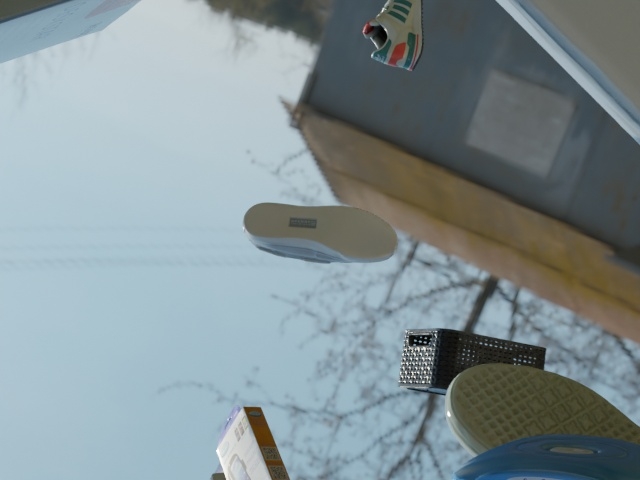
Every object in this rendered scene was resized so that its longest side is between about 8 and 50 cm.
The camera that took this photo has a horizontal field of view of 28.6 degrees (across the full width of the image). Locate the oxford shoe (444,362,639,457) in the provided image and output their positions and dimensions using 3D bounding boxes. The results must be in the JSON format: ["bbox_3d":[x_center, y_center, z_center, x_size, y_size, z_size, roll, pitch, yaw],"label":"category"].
[{"bbox_3d":[0.341,0.283,1.501,0.449,0.169,0.130,23,148,-10],"label":"oxford shoe"}]

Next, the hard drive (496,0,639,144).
[{"bbox_3d":[0.251,-0.276,1.098,0.353,0.233,0.047,43,172,-12],"label":"hard drive"}]

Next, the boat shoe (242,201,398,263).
[{"bbox_3d":[0.000,0.000,1.484,0.184,0.066,0.063,3,155,6],"label":"boat shoe"}]

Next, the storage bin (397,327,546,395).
[{"bbox_3d":[0.212,0.178,1.757,0.180,0.084,0.122,13,169,-25],"label":"storage bin"}]

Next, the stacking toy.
[{"bbox_3d":[0.197,0.317,1.012,0.175,0.301,0.166,2,-179,22],"label":"stacking toy"}]

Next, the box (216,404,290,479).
[{"bbox_3d":[-0.077,0.252,1.411,0.028,0.081,0.136,9,-142,-31],"label":"box"}]

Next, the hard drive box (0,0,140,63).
[{"bbox_3d":[-0.219,-0.149,0.732,0.232,0.089,0.181,-25,-173,-26],"label":"hard drive box"}]

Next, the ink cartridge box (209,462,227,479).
[{"bbox_3d":[-0.172,0.485,1.762,0.072,0.303,0.307,12,-150,-27],"label":"ink cartridge box"}]

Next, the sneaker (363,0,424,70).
[{"bbox_3d":[0.098,-0.307,1.729,0.075,0.057,0.161,7,-120,-13],"label":"sneaker"}]
